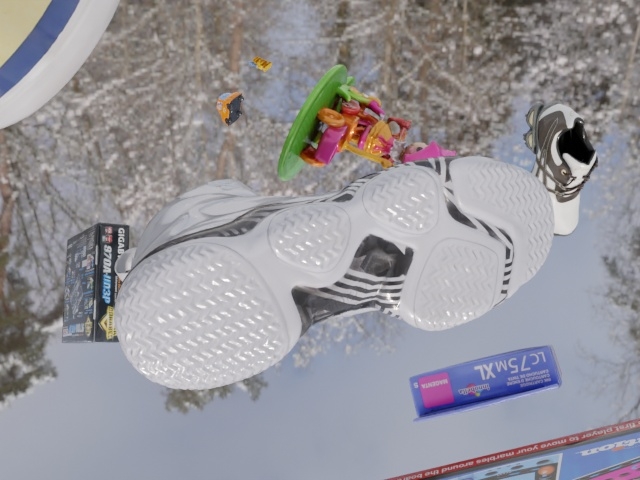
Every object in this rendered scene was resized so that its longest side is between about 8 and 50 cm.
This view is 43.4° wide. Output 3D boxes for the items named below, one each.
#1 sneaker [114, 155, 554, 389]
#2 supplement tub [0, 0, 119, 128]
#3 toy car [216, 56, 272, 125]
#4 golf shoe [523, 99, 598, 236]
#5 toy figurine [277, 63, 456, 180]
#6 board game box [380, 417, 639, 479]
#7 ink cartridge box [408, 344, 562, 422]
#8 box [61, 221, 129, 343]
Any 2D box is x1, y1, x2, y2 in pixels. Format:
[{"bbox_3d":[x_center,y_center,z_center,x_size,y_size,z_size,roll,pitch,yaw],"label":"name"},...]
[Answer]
[{"bbox_3d":[0.000,0.000,0.685,0.366,0.137,0.210,-16,-162,-17],"label":"sneaker"},{"bbox_3d":[-0.277,-0.210,0.412,0.228,0.316,0.228,-11,-111,30],"label":"supplement tub"},{"bbox_3d":[-0.131,-0.249,1.337,0.041,0.060,0.122,31,-112,15],"label":"toy car"},{"bbox_3d":[0.324,-0.086,1.076,0.077,0.198,0.094,-23,-155,-13],"label":"golf shoe"},{"bbox_3d":[0.065,-0.088,0.815,0.159,0.130,0.173,30,-151,8],"label":"toy figurine"},{"bbox_3d":[0.080,0.139,0.343,0.281,0.027,0.145,-18,-165,15],"label":"board game box"},{"bbox_3d":[0.231,0.188,1.098,0.186,0.065,0.311,-16,171,14],"label":"ink cartridge box"},{"bbox_3d":[-0.351,0.072,1.248,0.051,0.175,0.220,5,170,-29],"label":"box"}]
